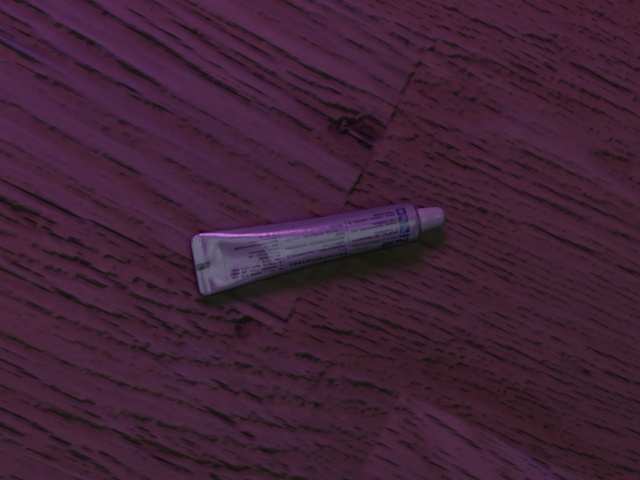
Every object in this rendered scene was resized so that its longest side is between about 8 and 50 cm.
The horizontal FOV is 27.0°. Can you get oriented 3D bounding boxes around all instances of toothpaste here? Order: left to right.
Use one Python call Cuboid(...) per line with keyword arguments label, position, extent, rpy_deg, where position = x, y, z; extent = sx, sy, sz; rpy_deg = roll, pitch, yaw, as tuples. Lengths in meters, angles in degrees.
Cuboid(label="toothpaste", position=(0.000, 0.000, 1.012), extent=(0.197, 0.029, 0.048), rpy_deg=(-12, 97, -9))
